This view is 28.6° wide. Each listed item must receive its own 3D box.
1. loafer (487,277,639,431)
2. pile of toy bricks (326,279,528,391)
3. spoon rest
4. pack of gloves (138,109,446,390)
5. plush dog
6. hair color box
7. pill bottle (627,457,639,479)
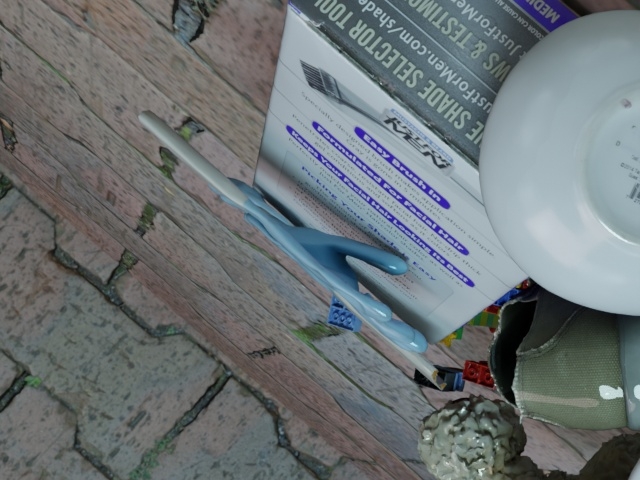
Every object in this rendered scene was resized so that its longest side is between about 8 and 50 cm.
[{"bbox_3d":[0.140,0.048,0.743,0.251,0.087,0.094,-58,-39,-82],"label":"loafer"},{"bbox_3d":[0.110,0.060,1.054,0.212,0.118,0.105,14,-176,42],"label":"pile of toy bricks"},{"bbox_3d":[0.203,-0.003,0.575,0.276,0.137,0.084,28,-176,0],"label":"spoon rest"},{"bbox_3d":[0.000,0.000,0.849,0.232,0.046,0.195,41,178,17],"label":"pack of gloves"},{"bbox_3d":[0.203,0.245,0.958,0.262,0.211,0.225,15,176,-15],"label":"plush dog"},{"bbox_3d":[0.065,-0.054,0.777,0.185,0.110,0.339,41,168,4],"label":"hair color box"},{"bbox_3d":[0.272,0.151,0.646,0.229,0.131,0.131,5,-169,-39],"label":"pill bottle"}]
